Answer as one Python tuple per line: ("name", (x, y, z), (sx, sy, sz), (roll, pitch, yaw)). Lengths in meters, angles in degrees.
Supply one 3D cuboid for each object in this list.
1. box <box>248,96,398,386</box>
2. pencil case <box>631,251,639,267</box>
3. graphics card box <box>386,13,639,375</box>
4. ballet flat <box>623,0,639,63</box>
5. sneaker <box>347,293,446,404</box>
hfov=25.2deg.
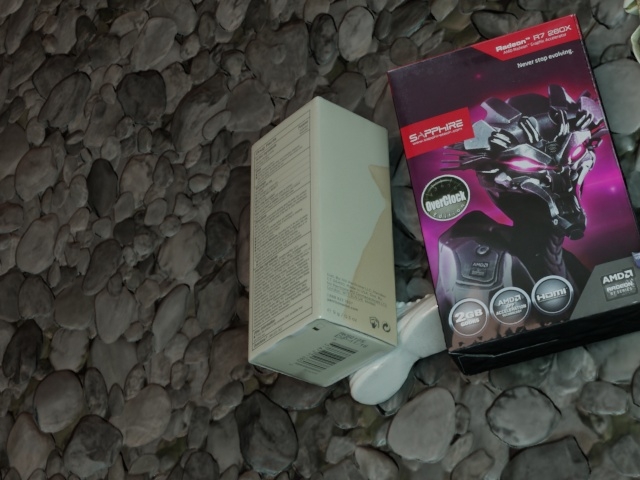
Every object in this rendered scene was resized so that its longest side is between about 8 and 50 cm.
("box", (0.000, 0.000, 1.724), (0.148, 0.121, 0.311), (-33, 46, 43))
("pencil case", (0.402, -0.065, 1.469), (0.104, 0.104, 0.236), (6, 64, 39))
("graphics card box", (0.222, -0.055, 1.596), (0.233, 0.094, 0.371), (-15, 64, 11))
("ballet flat", (0.373, -0.256, 1.611), (0.067, 0.073, 0.206), (-30, 53, 43))
("sneaker", (0.104, 0.097, 1.691), (0.212, 0.080, 0.094), (-41, 42, 21))
